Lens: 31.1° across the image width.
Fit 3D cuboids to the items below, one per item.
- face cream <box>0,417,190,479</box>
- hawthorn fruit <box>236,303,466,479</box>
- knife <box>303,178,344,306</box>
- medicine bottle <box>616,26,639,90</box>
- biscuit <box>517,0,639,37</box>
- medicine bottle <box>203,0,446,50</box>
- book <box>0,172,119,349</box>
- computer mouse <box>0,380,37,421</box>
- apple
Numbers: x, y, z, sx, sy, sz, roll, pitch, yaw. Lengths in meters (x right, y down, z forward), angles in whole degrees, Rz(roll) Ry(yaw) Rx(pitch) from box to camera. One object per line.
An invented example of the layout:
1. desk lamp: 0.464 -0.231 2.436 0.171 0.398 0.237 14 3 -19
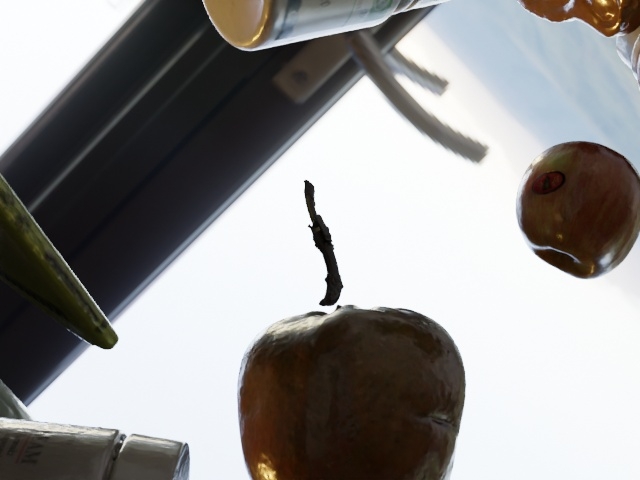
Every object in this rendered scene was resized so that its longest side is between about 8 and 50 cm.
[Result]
1. face cream: -0.167 0.199 0.700 0.153 0.177 0.177 9 -160 -1
2. hawthorn fruit: 0.036 0.223 1.316 0.268 0.268 0.300 23 -109 -56
3. knife: 0.005 0.002 1.622 0.046 0.021 0.222 13 -130 -28
4. medicine bottle: 0.467 -0.206 1.406 0.147 0.147 0.247 35 -166 -36
5. biscuit: 0.307 -0.440 1.368 0.062 0.385 0.365 -12 -147 -22
6. medicine bottle: 0.018 -0.257 1.045 0.237 0.139 0.139 -16 -123 -29
7. book: -0.259 -0.090 0.675 0.239 0.035 0.352 30 155 41
8. computer mouse: -0.299 0.171 1.016 0.230 0.079 0.128 61 -169 -3
9. apple: 0.286 -0.031 1.269 0.146 0.131 0.146 20 160 8
